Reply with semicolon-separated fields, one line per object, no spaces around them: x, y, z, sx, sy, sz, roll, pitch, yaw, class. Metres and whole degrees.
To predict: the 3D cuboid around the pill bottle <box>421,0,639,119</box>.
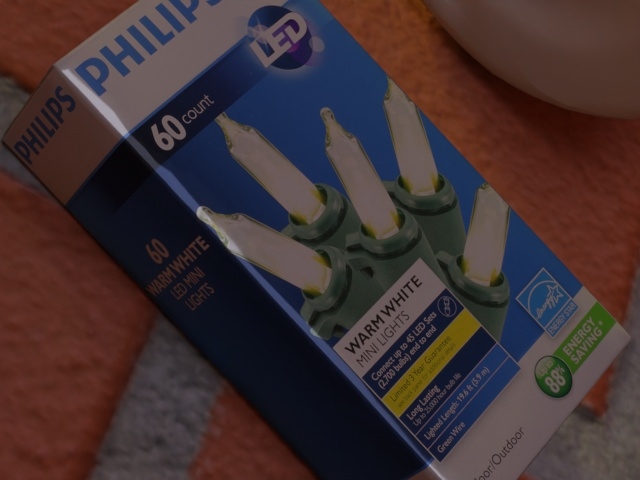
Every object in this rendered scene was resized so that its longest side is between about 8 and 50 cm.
0.220;-0.259;0.943;0.224;0.224;0.392;46;53;-3;pill bottle

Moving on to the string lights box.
0.000;0.000;0.785;0.259;0.077;0.133;47;55;-2;string lights box
